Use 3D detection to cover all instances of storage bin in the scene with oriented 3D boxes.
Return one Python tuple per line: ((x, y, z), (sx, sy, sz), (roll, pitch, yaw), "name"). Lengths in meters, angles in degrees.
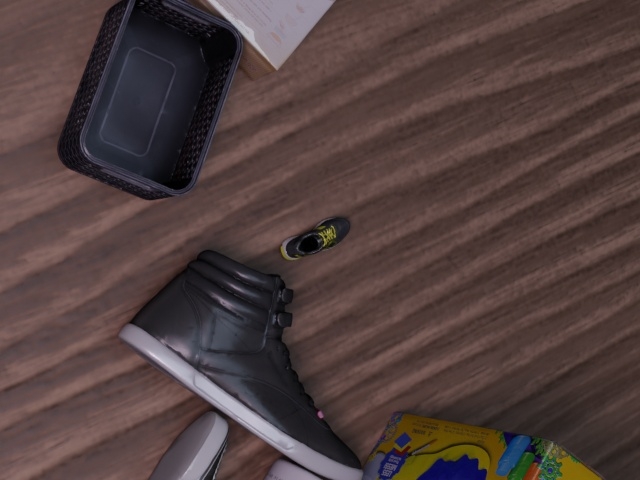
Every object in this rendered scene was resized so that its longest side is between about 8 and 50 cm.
((-0.166, -0.140, 1.234), (0.122, 0.084, 0.180), (23, 79, -24), "storage bin")

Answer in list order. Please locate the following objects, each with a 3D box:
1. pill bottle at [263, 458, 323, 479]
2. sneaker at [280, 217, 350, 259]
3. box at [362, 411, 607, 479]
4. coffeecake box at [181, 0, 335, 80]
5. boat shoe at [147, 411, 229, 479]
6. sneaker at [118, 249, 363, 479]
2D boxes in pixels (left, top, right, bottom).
((-0.046, 0.326, 1.262), (0.108, 0.108, 0.193), (36, 77, -21), "pill bottle")
((0.000, 0.000, 1.337), (0.083, 0.035, 0.031), (-27, 101, -24), "sneaker")
((0.139, 0.343, 1.254), (0.177, 0.290, 0.279), (38, 72, -20), "box")
((-0.052, -0.283, 1.303), (0.142, 0.068, 0.185), (44, 71, -18), "coffeecake box")
((-0.142, 0.274, 1.240), (0.070, 0.078, 0.219), (33, 83, -21), "boat shoe")
((-0.044, 0.123, 1.272), (0.296, 0.104, 0.147), (38, 78, -16), "sneaker")
